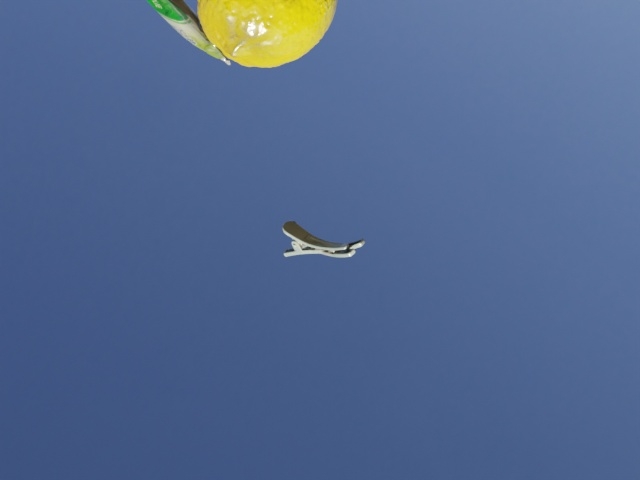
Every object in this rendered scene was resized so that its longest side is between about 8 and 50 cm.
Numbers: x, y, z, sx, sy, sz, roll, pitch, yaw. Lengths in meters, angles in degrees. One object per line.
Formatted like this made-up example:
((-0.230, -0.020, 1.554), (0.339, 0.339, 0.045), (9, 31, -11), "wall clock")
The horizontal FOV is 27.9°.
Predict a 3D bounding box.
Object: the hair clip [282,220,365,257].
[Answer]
((-0.001, 0.001, 1.496), (0.030, 0.115, 0.039), (-52, -51, -30), "hair clip")

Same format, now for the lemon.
((-0.068, -0.312, 1.627), (0.193, 0.180, 0.180), (-38, -105, -20), "lemon")

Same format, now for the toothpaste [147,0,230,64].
((-0.203, -0.322, 1.766), (0.078, 0.047, 0.248), (39, 176, 36), "toothpaste")
